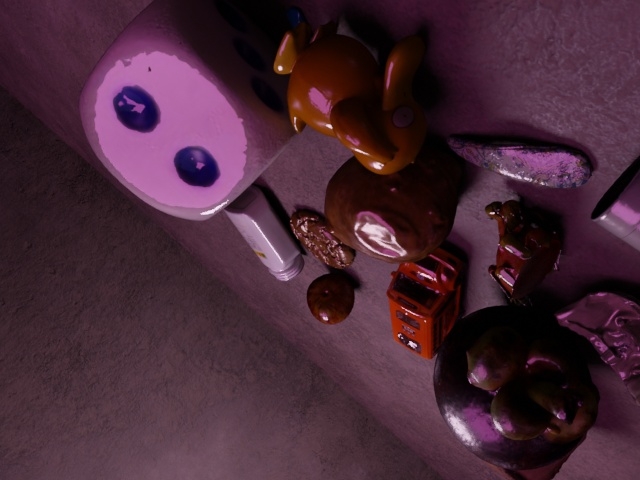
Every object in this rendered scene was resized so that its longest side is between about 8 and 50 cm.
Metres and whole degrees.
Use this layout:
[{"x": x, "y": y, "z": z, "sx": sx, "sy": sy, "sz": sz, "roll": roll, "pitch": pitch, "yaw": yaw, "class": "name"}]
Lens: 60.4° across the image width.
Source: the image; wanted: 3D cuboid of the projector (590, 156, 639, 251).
[{"x": 0.496, "y": 0.028, "z": 0.641, "sx": 0.337, "sy": 0.108, "sz": 0.108, "roll": 37, "pitch": 159, "yaw": 11, "class": "projector"}]

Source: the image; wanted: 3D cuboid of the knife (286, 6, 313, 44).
[{"x": 0.019, "y": -0.276, "z": 0.979, "sx": 0.044, "sy": 0.026, "sz": 0.297, "roll": 13, "pitch": 143, "yaw": 46, "class": "knife"}]

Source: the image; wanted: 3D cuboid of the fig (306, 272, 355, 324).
[{"x": 0.029, "y": 0.175, "z": 1.694, "sx": 0.150, "sy": 0.148, "sz": 0.202, "roll": 65, "pitch": 173, "yaw": -5, "class": "fig"}]

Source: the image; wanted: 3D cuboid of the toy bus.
[{"x": 0.234, "y": 0.136, "z": 1.248, "sx": 0.142, "sy": 0.153, "sz": 0.329, "roll": 29, "pitch": 155, "yaw": 26, "class": "toy bus"}]

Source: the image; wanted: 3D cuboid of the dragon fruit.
[{"x": 0.334, "y": 0.012, "z": 0.902, "sx": 0.142, "sy": 0.138, "sz": 0.175, "roll": -36, "pitch": 70, "yaw": 32, "class": "dragon fruit"}]

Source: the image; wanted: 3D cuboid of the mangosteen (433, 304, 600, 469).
[{"x": 0.370, "y": 0.283, "z": 1.075, "sx": 0.330, "sy": 0.330, "sz": 0.330, "roll": 35, "pitch": 158, "yaw": 16, "class": "mangosteen"}]

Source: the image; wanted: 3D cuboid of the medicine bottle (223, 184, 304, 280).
[{"x": -0.164, "y": -0.017, "z": 1.678, "sx": 0.179, "sy": 0.124, "sz": 0.324, "roll": 25, "pitch": 153, "yaw": 47, "class": "medicine bottle"}]

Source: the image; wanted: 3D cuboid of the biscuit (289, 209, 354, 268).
[{"x": 0.000, "y": 0.000, "z": 1.538, "sx": 0.225, "sy": 0.042, "sz": 0.226, "roll": 36, "pitch": 159, "yaw": 16, "class": "biscuit"}]

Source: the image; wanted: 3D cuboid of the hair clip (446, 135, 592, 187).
[{"x": 0.281, "y": -0.121, "z": 0.815, "sx": 0.229, "sy": 0.036, "sz": 0.066, "roll": 22, "pitch": 146, "yaw": 40, "class": "hair clip"}]

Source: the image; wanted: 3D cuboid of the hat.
[{"x": 0.523, "y": 0.174, "z": 0.941, "sx": 0.214, "sy": 0.149, "sz": 0.244, "roll": 51, "pitch": -157, "yaw": 22, "class": "hat"}]

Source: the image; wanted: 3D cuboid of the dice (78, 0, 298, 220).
[{"x": -0.220, "y": -0.236, "z": 0.987, "sx": 0.304, "sy": 0.277, "sz": 0.304, "roll": 44, "pitch": 123, "yaw": -16, "class": "dice"}]

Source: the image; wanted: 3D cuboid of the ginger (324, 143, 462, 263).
[{"x": 0.110, "y": -0.075, "z": 0.971, "sx": 0.269, "sy": 0.200, "sz": 0.223, "roll": 29, "pitch": 158, "yaw": 28, "class": "ginger"}]

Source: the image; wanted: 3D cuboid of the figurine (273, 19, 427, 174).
[{"x": 0.053, "y": -0.212, "z": 0.816, "sx": 0.228, "sy": 0.215, "sz": 0.215, "roll": 19, "pitch": 153, "yaw": 21, "class": "figurine"}]

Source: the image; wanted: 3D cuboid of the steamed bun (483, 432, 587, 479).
[{"x": 0.468, "y": 0.432, "z": 1.333, "sx": 0.301, "sy": 0.251, "sz": 0.199, "roll": 48, "pitch": 172, "yaw": -23, "class": "steamed bun"}]
